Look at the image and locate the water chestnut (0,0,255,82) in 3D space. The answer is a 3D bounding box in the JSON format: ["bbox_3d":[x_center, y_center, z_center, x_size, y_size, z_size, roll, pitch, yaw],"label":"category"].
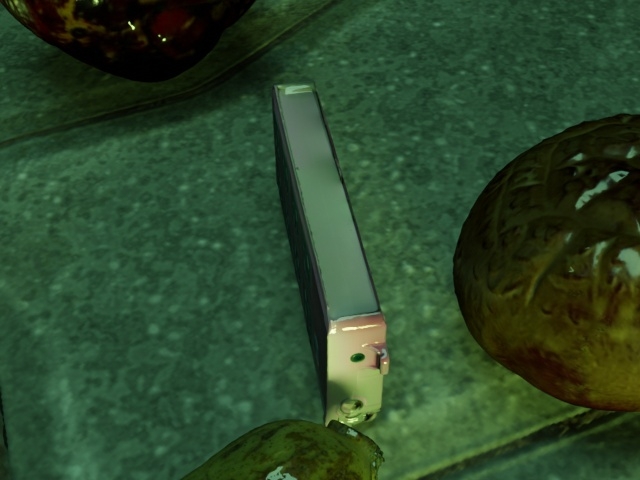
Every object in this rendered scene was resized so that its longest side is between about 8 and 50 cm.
[{"bbox_3d":[-0.166,-0.277,0.858,0.289,0.289,0.244,-26,82,-23],"label":"water chestnut"}]

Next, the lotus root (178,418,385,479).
[{"bbox_3d":[-0.040,0.158,0.485,0.179,0.089,0.080,-31,6,-21],"label":"lotus root"}]

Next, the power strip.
[{"bbox_3d":[0.000,0.000,0.638,0.037,0.109,0.279,-6,43,-7],"label":"power strip"}]

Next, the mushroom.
[{"bbox_3d":[0.214,0.008,0.593,0.253,0.153,0.253,-4,33,3],"label":"mushroom"}]
